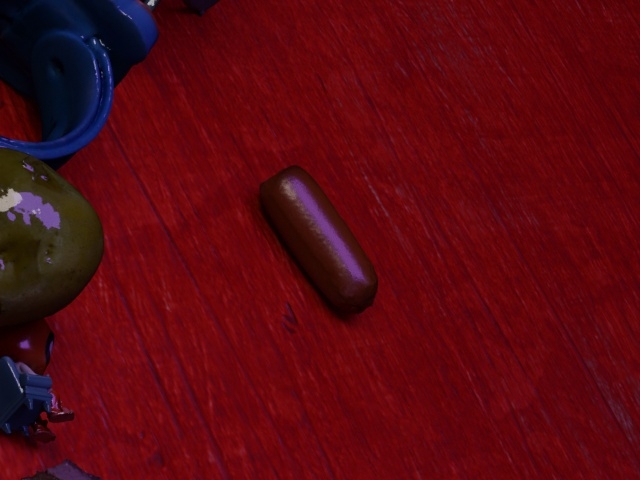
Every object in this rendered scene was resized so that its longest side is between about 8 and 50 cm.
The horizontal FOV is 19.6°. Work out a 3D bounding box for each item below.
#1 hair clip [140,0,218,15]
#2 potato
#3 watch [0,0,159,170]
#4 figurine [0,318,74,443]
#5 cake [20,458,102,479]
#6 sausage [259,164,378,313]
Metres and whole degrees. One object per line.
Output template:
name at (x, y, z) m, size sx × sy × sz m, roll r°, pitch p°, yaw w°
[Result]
hair clip at (-0.178, -0.410, 2.177) m, size 0.238 × 0.318 × 0.392 m, roll 47°, pitch 38°, yaw 1°
potato at (-0.333, -0.003, 1.754) m, size 0.253 × 0.148 × 0.186 m, roll 15°, pitch 69°, yaw 0°
watch at (-0.353, -0.203, 1.897) m, size 0.305 × 0.241 × 0.274 m, roll 42°, pitch 49°, yaw -11°
figurine at (-0.289, 0.122, 1.778) m, size 0.075 × 0.068 × 0.140 m, roll 17°, pitch 40°, yaw -42°
cake at (-0.171, 0.323, 1.711) m, size 0.295 × 0.113 × 0.116 m, roll 40°, pitch 33°, yaw 11°
sausage at (0.000, 0.000, 2.181) m, size 0.197 × 0.076 × 0.076 m, roll 54°, pitch 36°, yaw 7°
